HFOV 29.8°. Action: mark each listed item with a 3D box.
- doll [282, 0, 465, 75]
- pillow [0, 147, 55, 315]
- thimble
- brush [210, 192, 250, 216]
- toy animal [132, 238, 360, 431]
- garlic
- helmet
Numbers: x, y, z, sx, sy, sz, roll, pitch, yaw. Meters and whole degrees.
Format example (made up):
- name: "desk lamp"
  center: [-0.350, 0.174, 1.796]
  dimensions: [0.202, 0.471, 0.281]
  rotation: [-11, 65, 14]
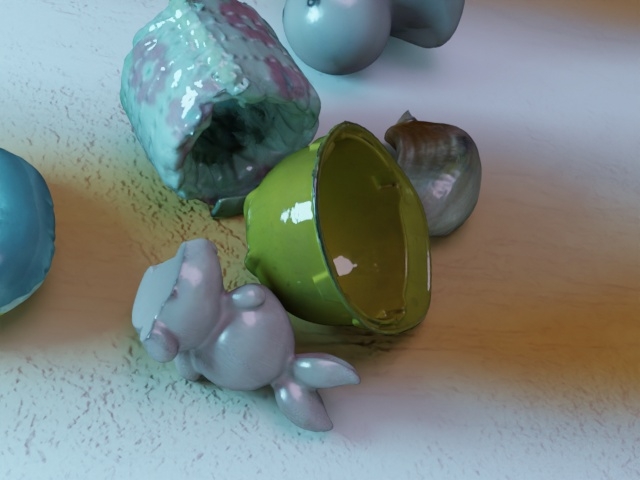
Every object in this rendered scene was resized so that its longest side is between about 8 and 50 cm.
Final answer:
- name: "doll"
  center: [0.058, -0.294, 1.489]
  dimensions: [0.251, 0.221, 0.221]
  rotation: [19, 41, -30]
- name: "pillow"
  center: [-0.352, -0.013, 1.110]
  dimensions: [0.214, 0.086, 0.233]
  rotation: [-5, 49, -19]
- name: "thimble"
  center: [-0.108, -0.150, 1.251]
  dimensions: [0.185, 0.211, 0.149]
  rotation: [-29, 63, -9]
- name: "brush"
  center: [-0.035, -0.044, 1.305]
  dimensions: [0.178, 0.033, 0.030]
  rotation: [-15, 70, -32]
- name: "toy animal"
  center: [-0.070, 0.094, 1.116]
  dimensions: [0.212, 0.124, 0.124]
  rotation: [35, 41, -19]
- name: "garlic"
  center: [0.113, -0.058, 1.355]
  dimensions: [0.128, 0.090, 0.198]
  rotation: [13, 50, 11]
- name: "helmet"
  center: [0.000, 0.000, 1.194]
  dimensions: [0.140, 0.257, 0.205]
  rotation: [-9, 71, 24]
